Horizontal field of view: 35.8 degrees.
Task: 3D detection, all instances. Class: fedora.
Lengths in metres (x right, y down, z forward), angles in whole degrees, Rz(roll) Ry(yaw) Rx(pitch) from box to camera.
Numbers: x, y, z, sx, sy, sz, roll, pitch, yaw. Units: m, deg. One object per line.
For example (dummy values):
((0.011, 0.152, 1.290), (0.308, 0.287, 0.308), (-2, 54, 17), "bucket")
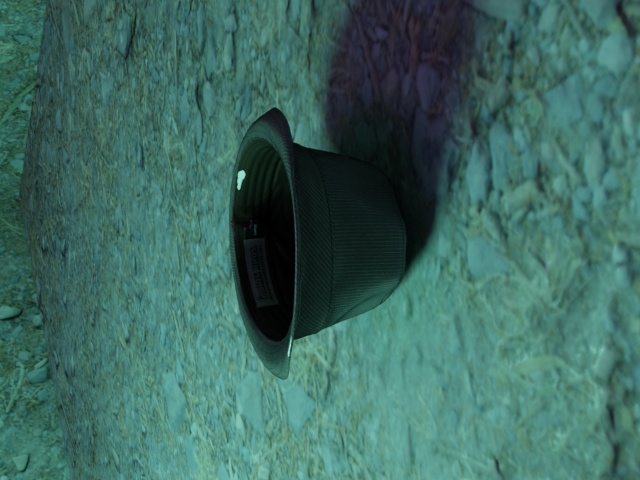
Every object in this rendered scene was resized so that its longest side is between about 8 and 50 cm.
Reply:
((0.000, 0.000, 0.917), (0.275, 0.124, 0.244), (-170, 78, -73), "fedora")
